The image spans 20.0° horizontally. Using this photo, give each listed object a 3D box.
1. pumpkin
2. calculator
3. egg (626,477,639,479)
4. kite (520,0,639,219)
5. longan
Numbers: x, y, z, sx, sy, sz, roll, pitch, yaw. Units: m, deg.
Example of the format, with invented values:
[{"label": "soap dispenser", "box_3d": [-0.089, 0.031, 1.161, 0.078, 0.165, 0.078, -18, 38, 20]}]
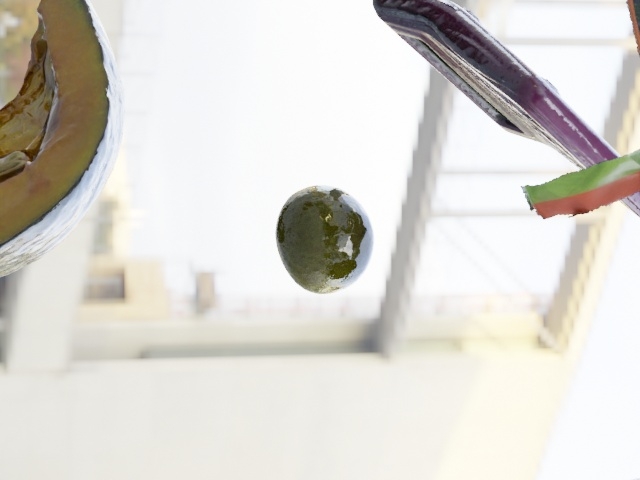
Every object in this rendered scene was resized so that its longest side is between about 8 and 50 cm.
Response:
[{"label": "pumpkin", "box_3d": [-0.216, -0.048, 1.419, 0.312, 0.169, 0.148, -55, 148, -22]}, {"label": "calculator", "box_3d": [0.108, -0.080, 0.987, 0.034, 0.127, 0.190, -49, -146, 2]}, {"label": "egg", "box_3d": [0.206, 0.298, 1.207, 0.258, 0.352, 0.258, 33, -38, 31]}, {"label": "kite", "box_3d": [0.161, -0.046, 0.683, 0.241, 0.183, 0.014, 68, 23, -13]}, {"label": "longan", "box_3d": [0.000, 0.000, 1.242, 0.083, 0.075, 0.075, 153, -64, -67]}]
